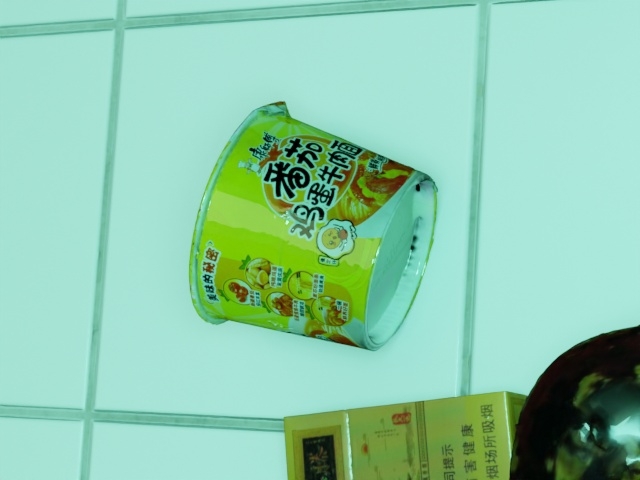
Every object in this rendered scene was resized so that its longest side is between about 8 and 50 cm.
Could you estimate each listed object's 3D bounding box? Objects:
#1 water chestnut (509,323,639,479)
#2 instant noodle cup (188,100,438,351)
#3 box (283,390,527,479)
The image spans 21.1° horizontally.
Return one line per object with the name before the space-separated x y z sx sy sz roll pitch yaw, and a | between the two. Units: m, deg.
water chestnut | 0.337 0.229 1.637 0.335 0.347 0.335 -1 87 18
instant noodle cup | 0.000 0.000 1.898 0.200 0.264 0.264 19 90 19
box | 0.098 0.268 1.893 0.274 0.076 0.174 -9 77 25
